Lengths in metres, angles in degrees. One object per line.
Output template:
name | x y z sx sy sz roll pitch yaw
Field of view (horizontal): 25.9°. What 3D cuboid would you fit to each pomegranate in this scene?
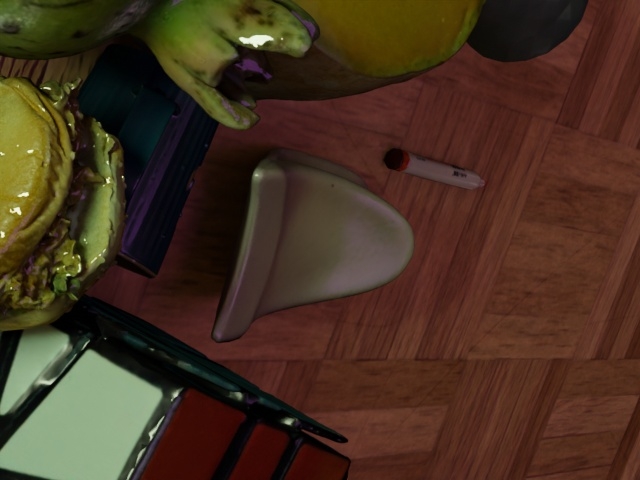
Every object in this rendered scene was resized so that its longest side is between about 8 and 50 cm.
pomegranate | -0.138 -0.219 0.914 0.306 0.242 0.242 18 97 -28

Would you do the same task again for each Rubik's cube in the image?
Rubik's cube | -0.191 0.202 1.107 0.293 0.288 0.283 -59 145 -5

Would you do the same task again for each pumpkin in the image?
pumpkin | 0.006 -0.260 1.115 0.332 0.199 0.332 -23 120 -45

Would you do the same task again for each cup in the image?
cup | -0.153 -0.067 1.102 0.131 0.176 0.155 27 80 -12

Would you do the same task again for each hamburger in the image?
hamburger | -0.246 -0.023 0.977 0.122 0.215 0.189 41 47 -59

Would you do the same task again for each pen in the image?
pen | 0.140 -0.078 1.602 0.218 0.026 0.026 10 103 -55

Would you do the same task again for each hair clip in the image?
hair clip | -0.017 -0.006 1.376 0.282 0.113 0.172 -3 113 -47

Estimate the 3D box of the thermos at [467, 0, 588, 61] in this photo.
thermos | 0.160 -0.317 1.383 0.286 0.145 0.182 44 43 -54
